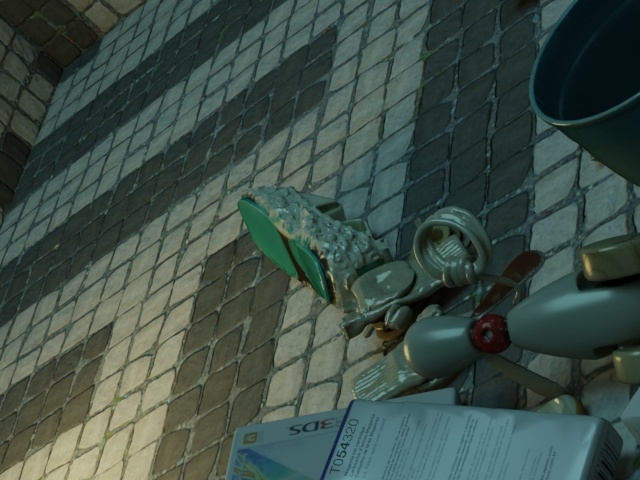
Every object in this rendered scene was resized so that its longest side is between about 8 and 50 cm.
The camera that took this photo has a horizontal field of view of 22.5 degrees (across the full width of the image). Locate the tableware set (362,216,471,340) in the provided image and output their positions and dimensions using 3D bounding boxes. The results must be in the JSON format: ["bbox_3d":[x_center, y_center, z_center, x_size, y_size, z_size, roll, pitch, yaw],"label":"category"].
[{"bbox_3d":[0.126,0.050,2.236,0.128,0.039,0.194,1,56,59],"label":"tableware set"}]

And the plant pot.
[{"bbox_3d":[0.419,-0.162,1.795,0.271,0.255,0.271,-38,28,25],"label":"plant pot"}]

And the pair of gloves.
[{"bbox_3d":[0.116,0.103,2.122,0.204,0.042,0.240,-27,38,15],"label":"pair of gloves"}]

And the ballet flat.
[{"bbox_3d":[0.000,0.000,2.448,0.147,0.147,0.409,-50,28,0],"label":"ballet flat"}]

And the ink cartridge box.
[{"bbox_3d":[0.126,0.330,1.711,0.330,0.071,0.324,0,56,39],"label":"ink cartridge box"}]

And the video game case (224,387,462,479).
[{"bbox_3d":[0.015,0.321,1.906,0.300,0.036,0.329,-13,36,17],"label":"video game case"}]

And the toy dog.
[{"bbox_3d":[0.270,0.080,1.810,0.333,0.161,0.220,11,102,31],"label":"toy dog"}]

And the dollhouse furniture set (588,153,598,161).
[{"bbox_3d":[0.374,-0.142,2.045,0.114,0.081,0.091,-36,28,27],"label":"dollhouse furniture set"}]

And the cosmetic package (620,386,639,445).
[{"bbox_3d":[0.438,0.128,1.463,0.224,0.138,0.224,-49,21,-29],"label":"cosmetic package"}]

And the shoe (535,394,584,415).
[{"bbox_3d":[0.213,0.256,1.789,0.219,0.058,0.076,-53,25,-5],"label":"shoe"}]
